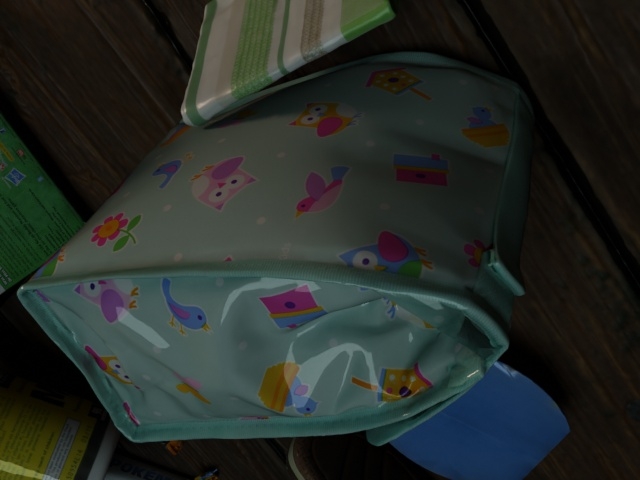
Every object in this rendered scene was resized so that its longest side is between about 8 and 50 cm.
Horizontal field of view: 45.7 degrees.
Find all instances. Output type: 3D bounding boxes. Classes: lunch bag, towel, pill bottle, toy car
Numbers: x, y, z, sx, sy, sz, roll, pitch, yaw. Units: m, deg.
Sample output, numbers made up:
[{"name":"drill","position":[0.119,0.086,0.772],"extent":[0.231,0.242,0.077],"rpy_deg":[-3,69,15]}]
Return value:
[{"name":"lunch bag","position":[0.000,0.000,0.463],"extent":[0.262,0.223,0.160],"rpy_deg":[-9,123,27]},{"name":"towel","position":[-0.017,-0.135,0.458],"extent":[0.152,0.113,0.023],"rpy_deg":[-19,139,31]},{"name":"pill bottle","position":[-0.319,0.199,0.776],"extent":[0.208,0.119,0.119],"rpy_deg":[22,130,-12]},{"name":"toy car","position":[-0.141,0.210,0.800],"extent":[0.040,0.060,0.122],"rpy_deg":[-27,136,-10]}]

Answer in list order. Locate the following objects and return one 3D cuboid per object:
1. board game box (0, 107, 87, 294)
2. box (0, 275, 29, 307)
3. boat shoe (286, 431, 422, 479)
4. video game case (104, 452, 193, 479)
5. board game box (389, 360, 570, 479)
[{"name":"board game box","position":[-0.324,-0.074,0.630],"extent":[0.260,0.136,0.030],"rpy_deg":[58,167,-17]},{"name":"box","position":[-0.384,0.104,0.698],"extent":[0.159,0.233,0.044],"rpy_deg":[-20,118,34]},{"name":"boat shoe","position":[0.063,0.269,0.700],"extent":[0.257,0.095,0.095],"rpy_deg":[40,135,-5]},{"name":"video game case","position":[-0.215,0.390,0.943],"extent":[0.300,0.036,0.329],"rpy_deg":[14,127,15]},{"name":"board game box","position":[0.122,0.138,0.623],"extent":[0.133,0.033,0.169],"rpy_deg":[25,136,6]}]
